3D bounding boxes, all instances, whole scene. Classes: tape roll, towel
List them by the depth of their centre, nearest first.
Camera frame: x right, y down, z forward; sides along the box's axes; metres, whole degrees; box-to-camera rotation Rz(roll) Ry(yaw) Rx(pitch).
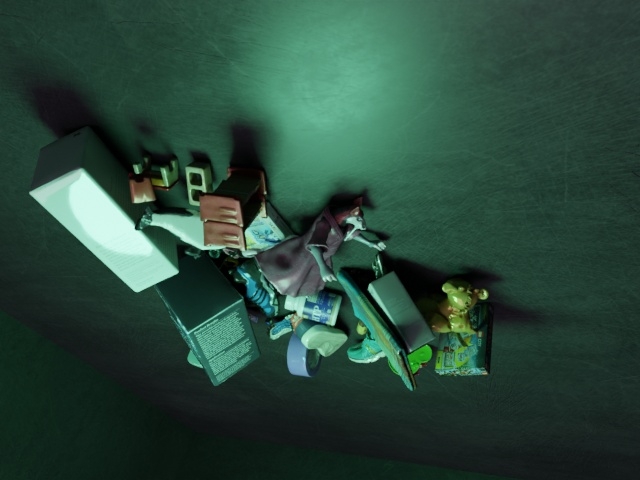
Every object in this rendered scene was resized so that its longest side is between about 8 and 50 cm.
[{"bbox_3d":[0.178,0.282,1.559,0.040,0.370,0.271,-31,135,-6],"label":"towel"},{"bbox_3d":[-0.061,0.458,1.988,0.080,0.188,0.188,2,141,22],"label":"tape roll"}]

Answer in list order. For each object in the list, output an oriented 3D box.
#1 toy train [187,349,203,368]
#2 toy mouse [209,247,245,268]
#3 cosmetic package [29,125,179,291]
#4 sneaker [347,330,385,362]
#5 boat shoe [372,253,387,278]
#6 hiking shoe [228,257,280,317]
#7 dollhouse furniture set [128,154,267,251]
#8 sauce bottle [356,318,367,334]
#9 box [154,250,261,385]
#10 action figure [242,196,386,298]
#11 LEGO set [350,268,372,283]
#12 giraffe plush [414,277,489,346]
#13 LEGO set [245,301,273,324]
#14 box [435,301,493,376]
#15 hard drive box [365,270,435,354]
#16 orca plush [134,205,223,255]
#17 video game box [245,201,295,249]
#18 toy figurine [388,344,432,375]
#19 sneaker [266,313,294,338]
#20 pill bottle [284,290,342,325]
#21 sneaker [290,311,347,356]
[{"bbox_3d":[-0.491,0.446,2.102,0.142,0.190,0.334,23,167,-7],"label":"toy train"},{"bbox_3d":[-0.330,0.039,1.679,0.161,0.031,0.143,-9,137,32],"label":"toy mouse"},{"bbox_3d":[-0.613,-0.079,1.438,0.162,0.230,0.453,-25,134,2],"label":"cosmetic package"},{"bbox_3d":[0.210,0.392,1.880,0.275,0.107,0.110,-28,114,34],"label":"sneaker"},{"bbox_3d":[0.179,0.083,1.511,0.038,0.046,0.125,-1,149,17],"label":"boat shoe"},{"bbox_3d":[-0.230,0.171,1.709,0.132,0.113,0.303,-23,133,-12],"label":"hiking shoe"},{"bbox_3d":[-0.346,-0.108,1.312,0.375,0.201,0.152,8,121,11],"label":"dollhouse furniture set"},{"bbox_3d":[0.162,0.311,1.822,0.042,0.042,0.128,14,146,5],"label":"sauce bottle"},{"bbox_3d":[-0.404,0.282,1.758,0.293,0.212,0.395,43,154,34],"label":"box"},{"bbox_3d":[0.000,0.000,1.390,0.275,0.248,0.370,47,120,17],"label":"action figure"},{"bbox_3d":[0.138,0.118,1.599,0.054,0.023,0.083,-27,112,42],"label":"LEGO set"},{"bbox_3d":[0.403,0.187,1.465,0.182,0.210,0.170,-8,125,-29],"label":"giraffe plush"},{"bbox_3d":[-0.292,0.249,1.946,0.245,0.060,0.182,27,146,6],"label":"LEGO set"},{"bbox_3d":[0.456,0.311,1.533,0.159,0.232,0.044,-14,133,37],"label":"box"},{"bbox_3d":[0.240,0.232,1.497,0.089,0.232,0.181,-27,161,-9],"label":"hard drive box"},{"bbox_3d":[-0.411,-0.036,1.446,0.288,0.151,0.102,0,-170,-41],"label":"orca plush"},{"bbox_3d":[-0.198,-0.031,1.519,0.205,0.048,0.187,-9,134,32],"label":"video game box"},{"bbox_3d":[0.372,0.481,1.931,0.173,0.130,0.159,-23,147,11],"label":"toy figurine"},{"bbox_3d":[-0.125,0.337,1.972,0.191,0.083,0.071,-23,86,23],"label":"sneaker"},{"bbox_3d":[-0.026,0.227,1.732,0.187,0.111,0.112,14,144,5],"label":"pill bottle"},{"bbox_3d":[-0.008,0.348,1.887,0.148,0.131,0.350,46,178,29],"label":"sneaker"}]
